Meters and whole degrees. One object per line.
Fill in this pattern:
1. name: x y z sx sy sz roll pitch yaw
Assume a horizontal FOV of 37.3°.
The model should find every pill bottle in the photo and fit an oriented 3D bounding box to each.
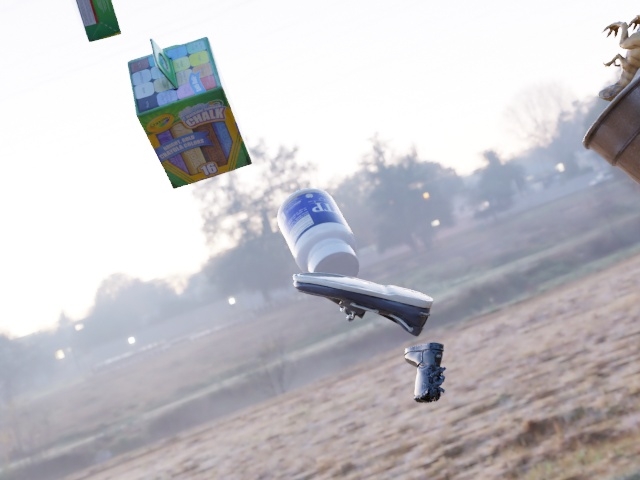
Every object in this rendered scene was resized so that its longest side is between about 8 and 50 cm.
1. pill bottle: 0.000 0.000 1.663 0.112 0.112 0.186 -20 39 -6

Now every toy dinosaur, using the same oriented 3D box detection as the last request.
1. toy dinosaur: 0.480 -0.303 1.407 0.064 0.112 0.211 6 -52 -20

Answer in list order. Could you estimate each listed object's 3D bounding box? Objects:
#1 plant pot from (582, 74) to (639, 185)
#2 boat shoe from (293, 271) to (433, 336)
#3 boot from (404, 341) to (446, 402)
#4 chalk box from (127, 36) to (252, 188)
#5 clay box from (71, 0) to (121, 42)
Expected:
1. plant pot: 0.408 -0.103 1.044 0.167 0.165 0.167 -35 -17 -12
2. boat shoe: 0.057 0.093 1.373 0.206 0.064 0.075 12 10 -1
3. boot: 0.180 0.236 1.669 0.045 0.099 0.121 14 -20 -19
4. chalk box: -0.199 -0.205 1.402 0.132 0.132 0.213 -17 -39 0
5. clay box: -0.340 -0.368 1.374 0.053 0.127 0.222 -18 23 -12
